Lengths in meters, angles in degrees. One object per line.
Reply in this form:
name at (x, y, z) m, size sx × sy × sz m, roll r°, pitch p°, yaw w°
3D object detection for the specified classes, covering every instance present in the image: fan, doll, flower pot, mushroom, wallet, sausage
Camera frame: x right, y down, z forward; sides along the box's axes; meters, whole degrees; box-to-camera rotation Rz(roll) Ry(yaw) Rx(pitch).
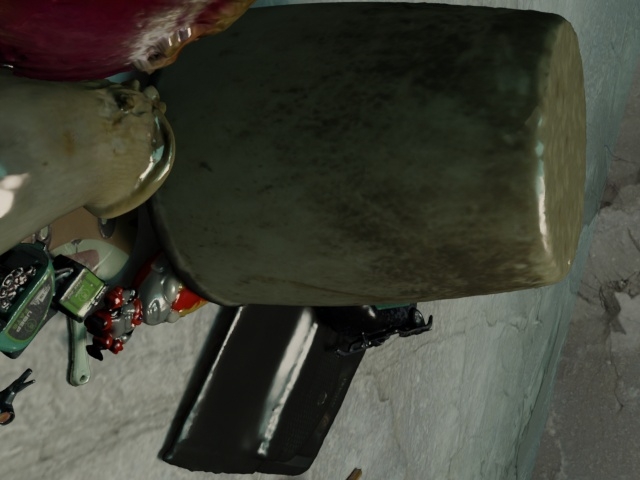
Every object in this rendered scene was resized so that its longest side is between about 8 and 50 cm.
fan at (-0.211, 0.025, 0.631) m, size 0.152 × 0.008 × 0.227 m, roll -20°, pitch 119°, yaw -53°
doll at (-0.153, 0.048, 0.690) m, size 0.169 × 0.057 × 0.109 m, roll -33°, pitch 139°, yaw -43°
flower pot at (0.058, -0.079, 0.664) m, size 0.293 × 0.330 × 0.294 m, roll 1°, pitch 90°, yaw -64°
mushroom at (-0.244, -0.004, 0.441) m, size 0.397 × 0.126 × 0.177 m, roll -53°, pitch 131°, yaw -34°
wallet at (-0.047, 0.186, 0.936) m, size 0.323 × 0.041 × 0.247 m, roll 36°, pitch 75°, yaw -53°
sausage at (0.042, 0.412, 1.215) m, size 0.100 × 0.015 × 0.015 m, roll -39°, pitch 135°, yaw -44°

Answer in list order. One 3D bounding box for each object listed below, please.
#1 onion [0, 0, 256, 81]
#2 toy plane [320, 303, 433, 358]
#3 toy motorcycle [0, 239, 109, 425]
onion at (-0.136, -0.289, 0.370) m, size 0.385 × 0.347 × 0.348 m, roll 54°, pitch 50°, yaw -10°
toy plane at (0.096, 0.062, 1.025) m, size 0.381 × 0.106 × 0.155 m, roll -2°, pitch 73°, yaw -58°
toy motorcycle at (-0.244, 0.078, 0.551) m, size 0.173 × 0.058 × 0.100 m, roll -58°, pitch 145°, yaw -19°
